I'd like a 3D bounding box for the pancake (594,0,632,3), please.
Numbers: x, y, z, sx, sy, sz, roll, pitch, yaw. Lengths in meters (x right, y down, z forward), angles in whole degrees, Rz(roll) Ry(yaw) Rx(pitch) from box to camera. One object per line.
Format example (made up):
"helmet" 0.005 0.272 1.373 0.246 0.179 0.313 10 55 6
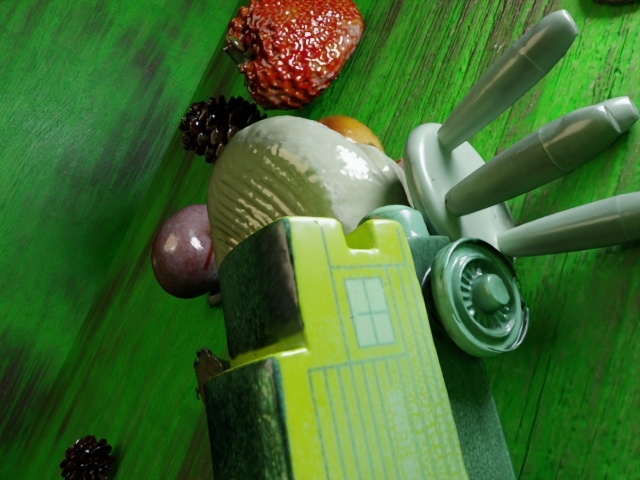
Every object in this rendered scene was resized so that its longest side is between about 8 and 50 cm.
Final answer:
"pancake" 0.422 -0.385 0.637 0.199 0.021 0.199 -39 36 36

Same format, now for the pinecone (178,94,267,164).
"pinecone" -0.262 -0.307 1.454 0.224 0.272 0.224 22 -90 -82

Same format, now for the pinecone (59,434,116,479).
"pinecone" -0.620 0.601 1.371 0.120 0.140 0.140 18 80 33

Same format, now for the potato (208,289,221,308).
"potato" -0.261 0.147 1.281 0.093 0.036 0.037 -153 53 -79

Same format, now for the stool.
"stool" 0.219 -0.078 0.532 0.198 0.195 0.196 -28 42 39

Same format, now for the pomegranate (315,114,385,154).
"pomegranate" 0.026 -0.120 0.894 0.191 0.191 0.191 -39 36 36

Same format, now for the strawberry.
"strawberry" -0.048 -0.483 1.290 0.351 0.267 0.312 -30 62 -1

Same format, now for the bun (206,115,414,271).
"bun" 0.000 0.000 0.720 0.365 0.219 0.366 23 124 39

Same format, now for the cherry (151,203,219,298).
"cherry" -0.301 0.022 1.258 0.213 0.236 0.285 58 137 11

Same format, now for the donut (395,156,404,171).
"donut" 0.172 -0.097 0.751 0.117 0.065 0.166 -56 30 13

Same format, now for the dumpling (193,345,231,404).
"dumpling" -0.171 0.272 0.969 0.332 0.085 0.166 2 100 59

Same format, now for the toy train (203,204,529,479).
"toy train" 0.054 0.176 0.408 0.179 0.272 0.443 -35 62 51
